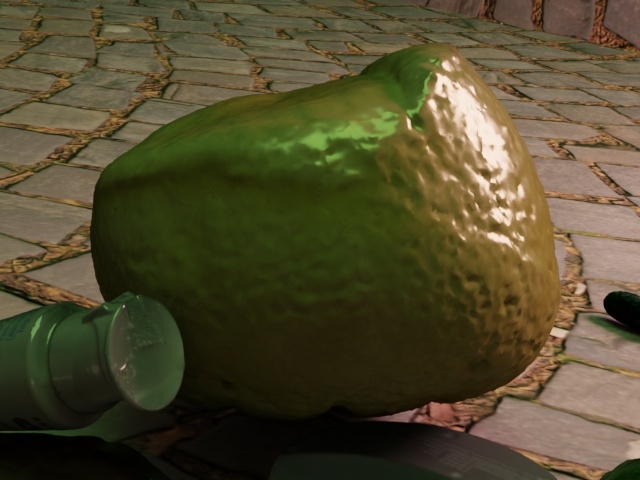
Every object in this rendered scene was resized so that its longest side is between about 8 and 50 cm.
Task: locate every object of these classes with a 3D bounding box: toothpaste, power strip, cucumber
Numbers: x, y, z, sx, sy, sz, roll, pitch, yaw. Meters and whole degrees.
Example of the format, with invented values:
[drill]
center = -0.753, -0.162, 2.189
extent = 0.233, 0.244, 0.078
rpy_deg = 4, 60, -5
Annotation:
[toothpaste]
center = -0.217, 0.086, 0.870
extent = 0.299, 0.073, 0.114
rpy_deg = -12, -4, 32
[power strip]
center = 0.063, 0.156, 0.887
extent = 0.216, 0.044, 0.137
rpy_deg = 18, 20, 33
[cucumber]
center = 0.300, 0.071, 1.258
extent = 0.032, 0.032, 0.133
rpy_deg = -11, 25, -43

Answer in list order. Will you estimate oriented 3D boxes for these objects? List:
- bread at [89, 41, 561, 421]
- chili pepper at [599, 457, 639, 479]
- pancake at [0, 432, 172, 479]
[bread]
center = 0.004, 0.011, 0.960
extent = 0.320, 0.237, 0.320
rpy_deg = -18, -4, -1
[chili pepper]
center = 0.100, 0.158, 0.357
extent = 0.167, 0.213, 0.385
rpy_deg = -29, -9, 32
[pancake]
center = -0.197, 0.172, 0.748
extent = 0.294, 0.050, 0.294
rpy_deg = 4, 18, -1
